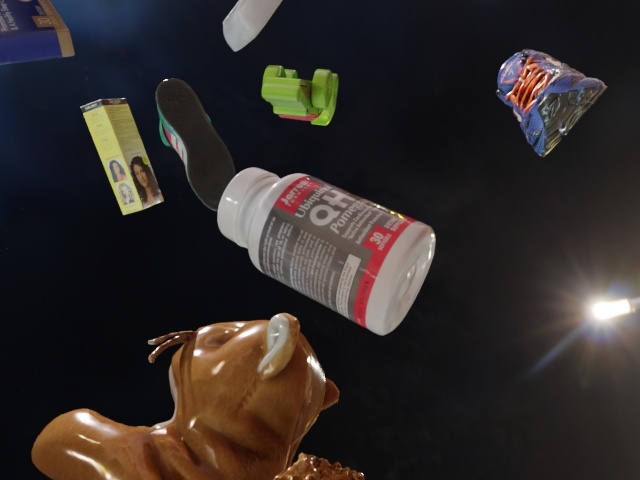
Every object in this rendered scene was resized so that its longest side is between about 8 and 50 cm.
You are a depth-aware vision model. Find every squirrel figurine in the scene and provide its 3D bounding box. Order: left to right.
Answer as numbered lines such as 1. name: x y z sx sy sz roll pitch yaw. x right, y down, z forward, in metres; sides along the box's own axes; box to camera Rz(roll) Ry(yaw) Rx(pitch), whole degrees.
1. squirrel figurine: -0.080 0.259 0.452 0.370 0.397 0.281 -50 -41 -27

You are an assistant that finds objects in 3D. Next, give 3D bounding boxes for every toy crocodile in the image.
1. toy crocodile: -0.032 -0.267 0.935 0.340 0.115 0.105 -61 -22 -73

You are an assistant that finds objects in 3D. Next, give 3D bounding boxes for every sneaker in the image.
1. sneaker: -0.287 -0.209 1.142 0.123 0.178 0.296 -24 -79 -11
2. sneaker: 0.218 -0.149 0.505 0.087 0.083 0.221 35 -153 4

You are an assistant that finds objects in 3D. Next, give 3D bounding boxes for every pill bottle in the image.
1. pill bottle: 0.000 0.000 0.776 0.176 0.318 0.176 -46 -30 -36

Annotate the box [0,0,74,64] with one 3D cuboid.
1. box: -0.407 -0.231 0.540 0.225 0.036 0.136 -22 -125 -28

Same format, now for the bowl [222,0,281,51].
1. bowl: -0.126 -0.430 0.925 0.053 0.142 0.142 37 -99 -25

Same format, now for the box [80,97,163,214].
1. box: -0.414 -0.178 1.049 0.087 0.058 0.232 -55 -51 -68
